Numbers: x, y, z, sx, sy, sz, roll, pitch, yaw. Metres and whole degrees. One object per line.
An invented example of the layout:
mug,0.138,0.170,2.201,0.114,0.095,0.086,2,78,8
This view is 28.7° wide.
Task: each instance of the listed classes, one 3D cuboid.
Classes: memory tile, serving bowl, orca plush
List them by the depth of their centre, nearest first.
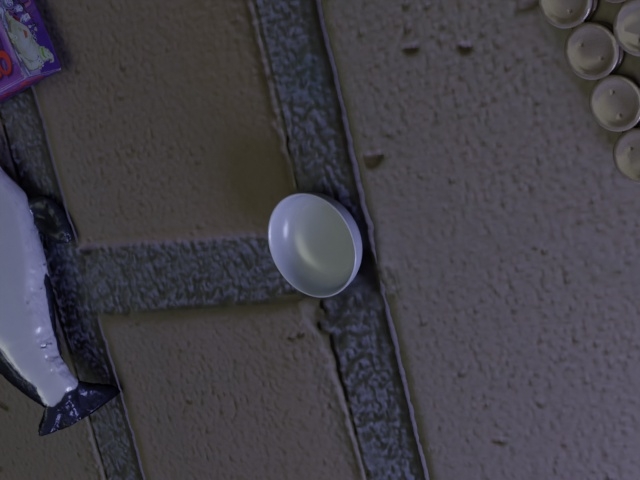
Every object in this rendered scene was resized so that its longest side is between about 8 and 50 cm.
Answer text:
memory tile,0.206,-0.115,0.764,0.113,0.012,0.148,-25,91,41
serving bowl,0.000,0.000,0.957,0.083,0.027,0.083,15,117,32
orca plush,-0.284,0.036,1.176,0.151,0.102,0.287,-40,92,-5

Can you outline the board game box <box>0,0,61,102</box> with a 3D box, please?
board game box,-0.390,-0.198,1.161,0.347,0.056,0.208,-16,93,43
